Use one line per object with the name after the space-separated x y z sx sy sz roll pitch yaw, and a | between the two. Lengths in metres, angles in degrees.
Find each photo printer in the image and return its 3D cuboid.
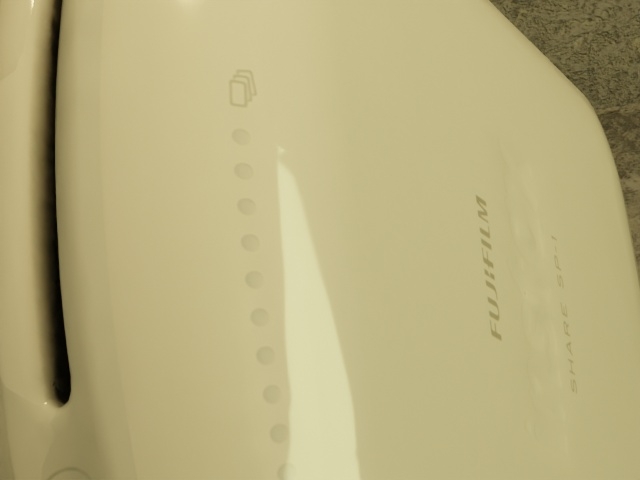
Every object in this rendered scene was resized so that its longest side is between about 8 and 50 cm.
0.011 0.023 0.485 0.307 0.107 0.256 30 50 -54 | photo printer
